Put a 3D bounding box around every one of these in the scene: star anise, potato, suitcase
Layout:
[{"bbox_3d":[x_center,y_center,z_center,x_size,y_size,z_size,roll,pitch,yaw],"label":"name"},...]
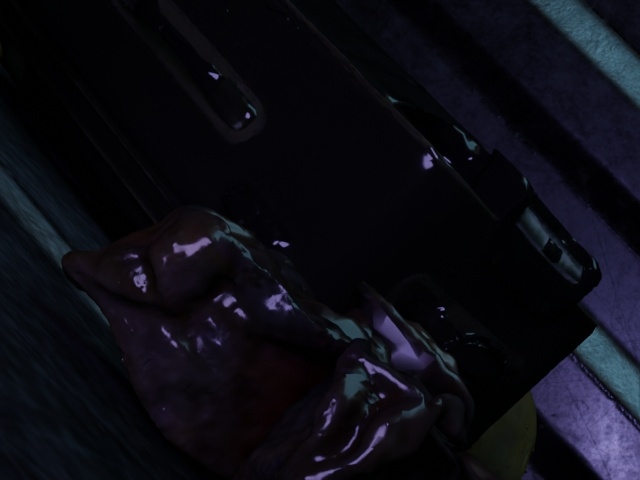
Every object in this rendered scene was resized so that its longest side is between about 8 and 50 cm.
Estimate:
[{"bbox_3d":[0.009,0.066,0.564,0.220,0.099,0.214,47,-9,2],"label":"star anise"},{"bbox_3d":[0.094,0.128,1.344,0.150,0.146,0.234,9,-27,41],"label":"potato"},{"bbox_3d":[-0.031,-0.060,0.990,0.434,0.194,0.283,48,5,36],"label":"suitcase"}]

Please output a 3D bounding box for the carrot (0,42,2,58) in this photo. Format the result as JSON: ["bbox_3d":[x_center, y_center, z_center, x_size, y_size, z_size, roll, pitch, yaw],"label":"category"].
[{"bbox_3d":[-0.263,-0.193,0.902,0.248,0.043,0.043,50,0,-3],"label":"carrot"}]
